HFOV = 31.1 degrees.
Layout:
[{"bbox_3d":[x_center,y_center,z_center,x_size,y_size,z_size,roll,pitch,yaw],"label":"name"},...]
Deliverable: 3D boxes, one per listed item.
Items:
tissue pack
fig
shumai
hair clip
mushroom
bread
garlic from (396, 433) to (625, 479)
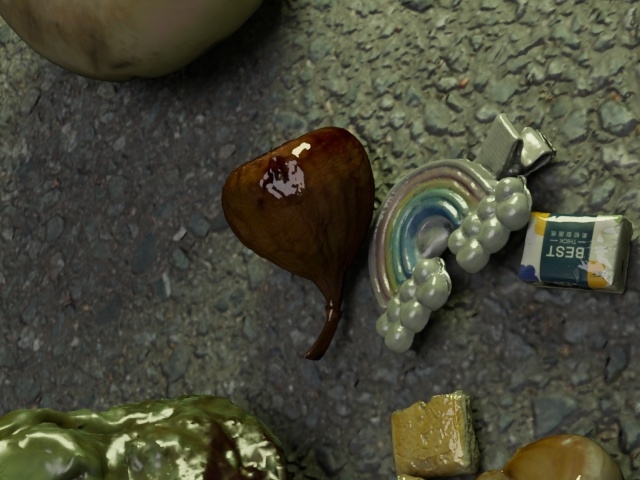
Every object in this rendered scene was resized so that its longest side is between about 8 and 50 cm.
[{"bbox_3d":[0.210,0.009,0.946,0.083,0.042,0.062,5,76,34],"label":"tissue pack"},{"bbox_3d":[0.000,0.000,1.054,0.146,0.134,0.201,-32,79,53],"label":"fig"},{"bbox_3d":[-0.219,0.279,0.937,0.395,0.348,0.395,-32,45,39],"label":"shumai"},{"bbox_3d":[0.113,-0.016,1.013,0.220,0.054,0.140,-48,44,19],"label":"hair clip"},{"bbox_3d":[-0.204,-0.359,1.182,0.325,0.353,0.353,-40,53,-19],"label":"mushroom"},{"bbox_3d":[0.097,0.171,0.981,0.083,0.035,0.070,-22,65,34],"label":"bread"},{"bbox_3d":[0.137,0.252,0.861,0.214,0.191,0.160,-18,108,23],"label":"garlic"}]
